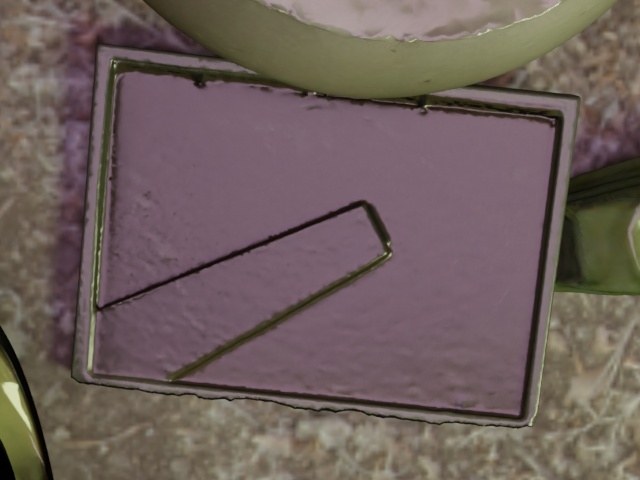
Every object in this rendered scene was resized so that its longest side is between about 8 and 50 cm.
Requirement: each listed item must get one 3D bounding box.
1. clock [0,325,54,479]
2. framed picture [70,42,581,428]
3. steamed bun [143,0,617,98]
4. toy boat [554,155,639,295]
[{"bbox_3d":[-0.165,0.193,0.635,0.120,0.276,0.379,-16,67,-3],"label":"clock"},{"bbox_3d":[0.000,0.000,0.779,0.265,0.018,0.192,7,97,-2],"label":"framed picture"},{"bbox_3d":[0.028,-0.227,0.669,0.324,0.206,0.324,-1,100,-5],"label":"steamed bun"},{"bbox_3d":[0.272,-0.020,0.806,0.293,0.055,0.093,-9,101,-6],"label":"toy boat"}]
